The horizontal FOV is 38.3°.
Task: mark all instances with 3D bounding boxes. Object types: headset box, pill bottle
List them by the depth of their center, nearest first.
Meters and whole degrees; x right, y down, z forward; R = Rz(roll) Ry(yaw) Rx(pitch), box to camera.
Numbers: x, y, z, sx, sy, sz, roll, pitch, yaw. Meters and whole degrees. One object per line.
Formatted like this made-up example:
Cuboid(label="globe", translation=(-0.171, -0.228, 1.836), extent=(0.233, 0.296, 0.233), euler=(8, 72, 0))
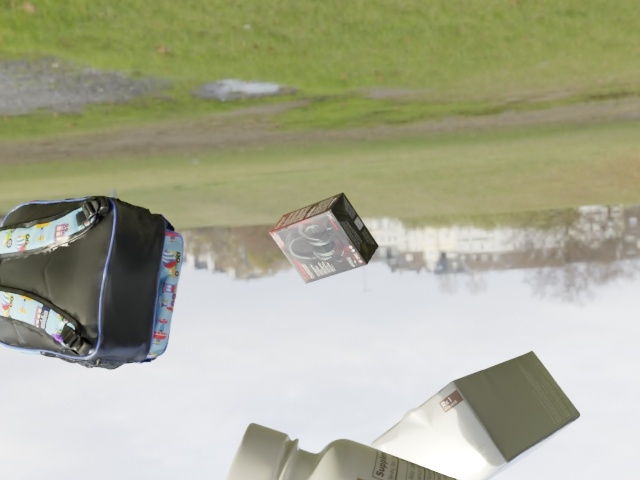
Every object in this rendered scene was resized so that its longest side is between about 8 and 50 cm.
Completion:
Cuboid(label="pill bottle", translation=(0.034, 0.231, 0.729), extent=(0.229, 0.131, 0.131), euler=(20, -175, 3))
Cuboid(label="headset box", translation=(0.000, 0.000, 0.829), extent=(0.083, 0.062, 0.032), euler=(-19, -156, 37))

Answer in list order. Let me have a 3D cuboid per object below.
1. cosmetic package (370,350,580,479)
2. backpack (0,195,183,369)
Cuboid(label="cosmetic package", translation=(0.174, 0.205, 1.001), extent=(0.127, 0.107, 0.238), euler=(-44, 162, 28))
Cuboid(label="backpack", translation=(-0.233, 0.039, 0.873), extent=(0.173, 0.158, 0.117), euler=(0, 171, 35))
